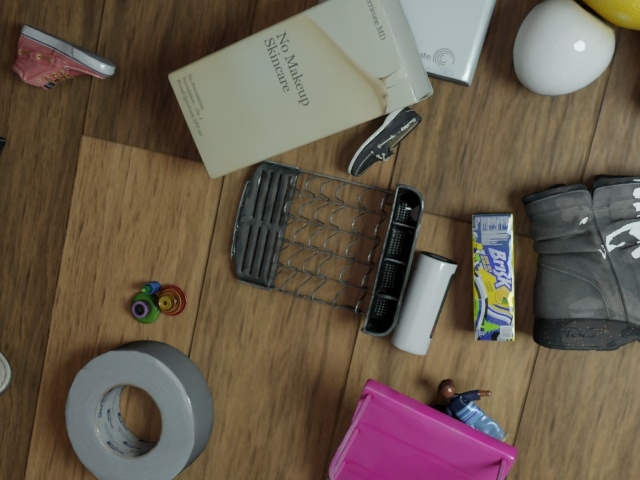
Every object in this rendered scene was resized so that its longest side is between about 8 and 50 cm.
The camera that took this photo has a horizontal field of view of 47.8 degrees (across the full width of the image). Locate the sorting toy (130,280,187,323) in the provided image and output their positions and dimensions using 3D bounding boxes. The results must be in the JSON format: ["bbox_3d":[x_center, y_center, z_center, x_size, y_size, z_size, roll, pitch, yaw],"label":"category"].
[{"bbox_3d":[-0.257,0.095,1.111,0.102,0.042,0.061,-17,89,16],"label":"sorting toy"}]

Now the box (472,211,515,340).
[{"bbox_3d":[0.233,0.047,0.968,0.054,0.059,0.169,0,94,16],"label":"box"}]

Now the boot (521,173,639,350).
[{"bbox_3d":[0.426,0.023,0.892,0.338,0.118,0.223,-1,88,11],"label":"boot"}]

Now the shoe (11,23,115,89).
[{"bbox_3d":[-0.399,-0.265,1.116,0.178,0.063,0.081,26,101,17],"label":"shoe"}]

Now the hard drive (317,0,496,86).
[{"bbox_3d":[0.139,-0.409,0.968,0.233,0.047,0.353,18,99,13],"label":"hard drive"}]

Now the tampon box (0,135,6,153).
[{"bbox_3d":[-0.615,-0.160,1.148,0.161,0.120,0.101,32,101,11],"label":"tampon box"}]

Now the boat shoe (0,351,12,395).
[{"bbox_3d":[-0.654,0.200,1.211,0.335,0.095,0.112,13,61,10],"label":"boat shoe"}]

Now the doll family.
[{"bbox_3d":[0.166,0.269,0.999,0.193,0.076,0.111,-43,78,9],"label":"doll family"}]

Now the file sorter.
[{"bbox_3d":[0.085,0.370,0.913,0.202,0.182,0.291,24,125,13],"label":"file sorter"}]

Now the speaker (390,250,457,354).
[{"bbox_3d":[0.141,0.087,0.998,0.055,0.055,0.136,19,98,13],"label":"speaker"}]

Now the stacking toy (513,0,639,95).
[{"bbox_3d":[0.401,-0.360,0.817,0.350,0.350,0.480,42,122,9],"label":"stacking toy"}]

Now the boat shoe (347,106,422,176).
[{"bbox_3d":[0.089,-0.133,1.003,0.038,0.046,0.125,43,95,13],"label":"boat shoe"}]

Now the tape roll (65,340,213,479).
[{"bbox_3d":[-0.279,0.268,1.114,0.219,0.072,0.219,1,95,15],"label":"tape roll"}]

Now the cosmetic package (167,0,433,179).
[{"bbox_3d":[-0.027,-0.209,0.960,0.309,0.113,0.160,-18,101,25],"label":"cosmetic package"}]

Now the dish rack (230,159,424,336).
[{"bbox_3d":[0.000,0.000,1.020,0.271,0.074,0.208,15,97,14],"label":"dish rack"}]
